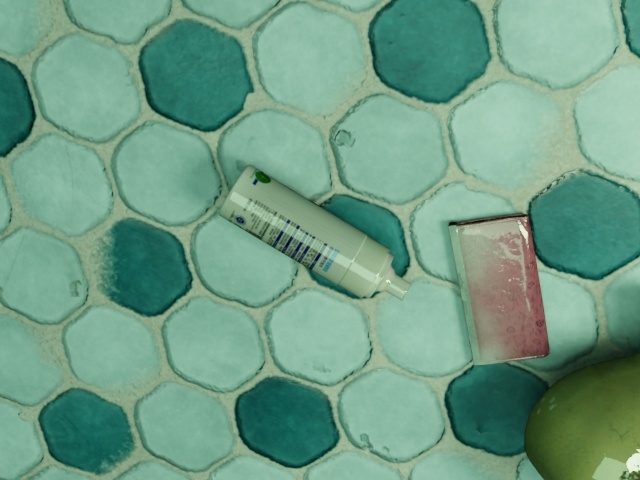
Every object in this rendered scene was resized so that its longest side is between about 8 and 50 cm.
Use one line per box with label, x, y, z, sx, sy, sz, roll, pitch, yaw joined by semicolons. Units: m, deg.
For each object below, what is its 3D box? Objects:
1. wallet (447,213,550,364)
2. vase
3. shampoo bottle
wallet;0.269;0.075;1.765;0.119;0.025;0.232;-7;109;14
vase;0.486;0.280;1.721;0.302;0.241;0.329;-46;125;10
shampoo bottle;0.000;0.000;1.753;0.303;0.092;0.092;30;114;-1
